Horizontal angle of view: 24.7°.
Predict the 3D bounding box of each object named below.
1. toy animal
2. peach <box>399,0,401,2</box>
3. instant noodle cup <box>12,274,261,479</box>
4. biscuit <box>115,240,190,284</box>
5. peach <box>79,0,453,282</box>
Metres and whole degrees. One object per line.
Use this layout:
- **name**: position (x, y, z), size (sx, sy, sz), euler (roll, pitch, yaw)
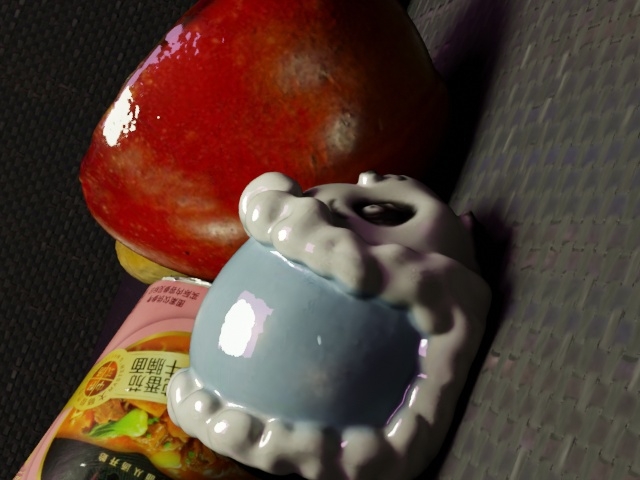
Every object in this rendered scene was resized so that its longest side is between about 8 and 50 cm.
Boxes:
- **toy animal**: position (0.001, 0.050, 0.912), size (0.208, 0.156, 0.204), euler (-148, 77, -75)
- **peach**: position (-0.004, -0.287, 1.479), size (0.196, 0.190, 0.226), euler (117, 165, -71)
- **instant noodle cup**: position (-0.111, 0.172, 1.082), size (0.255, 0.244, 0.244), euler (-64, 9, -20)
- **biscuit**: position (-0.149, -0.081, 1.830), size (0.213, 0.091, 0.274), euler (-14, 48, 41)
- **peach**: position (-0.043, -0.077, 1.095), size (0.274, 0.248, 0.245), euler (-35, 54, -7)
